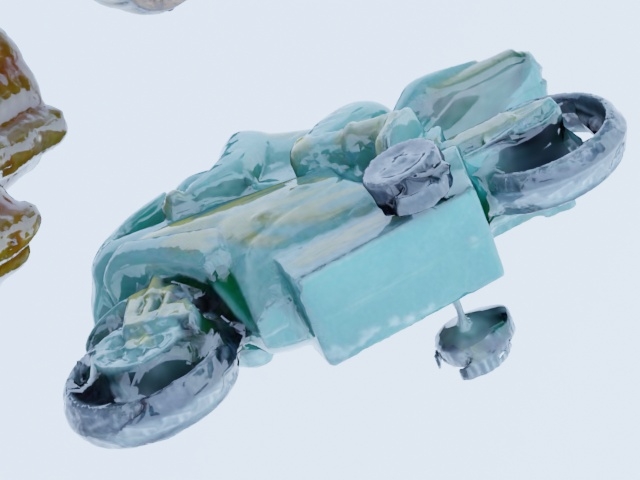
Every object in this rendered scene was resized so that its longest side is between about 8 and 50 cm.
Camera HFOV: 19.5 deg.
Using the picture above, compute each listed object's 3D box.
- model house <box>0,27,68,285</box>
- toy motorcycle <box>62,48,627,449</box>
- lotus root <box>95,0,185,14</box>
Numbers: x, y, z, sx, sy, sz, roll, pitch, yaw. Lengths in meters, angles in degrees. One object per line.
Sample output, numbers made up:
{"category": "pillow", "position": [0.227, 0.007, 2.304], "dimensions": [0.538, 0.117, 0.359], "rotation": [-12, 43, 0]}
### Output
{"category": "model house", "position": [-0.220, -0.010, 0.809], "dimensions": [0.199, 0.229, 0.219], "rotation": [-12, -69, -58]}
{"category": "toy motorcycle", "position": [0.002, -0.001, 0.897], "dimensions": [0.296, 0.198, 0.109], "rotation": [-27, -63, -9]}
{"category": "lotus root", "position": [-0.159, -0.250, 1.344], "dimensions": [0.118, 0.221, 0.125], "rotation": [-16, -34, -34]}
